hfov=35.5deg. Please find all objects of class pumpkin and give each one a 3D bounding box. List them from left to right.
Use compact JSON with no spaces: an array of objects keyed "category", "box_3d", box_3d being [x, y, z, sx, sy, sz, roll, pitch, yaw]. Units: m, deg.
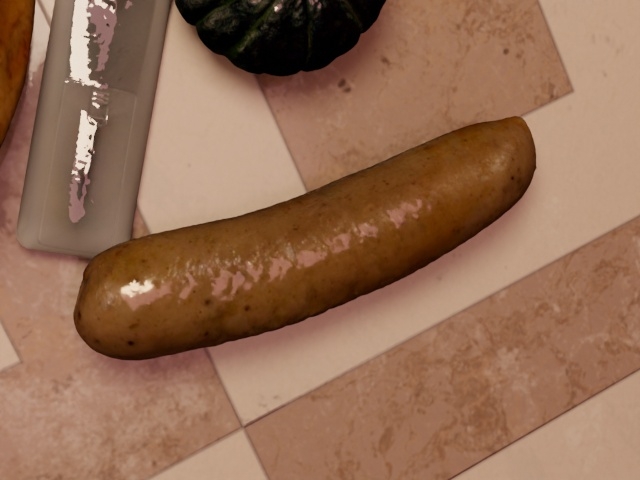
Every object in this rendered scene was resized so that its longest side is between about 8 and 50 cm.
[{"category":"pumpkin","box_3d":[-0.038,-0.267,0.949,0.221,0.162,0.220,-4,104,-15]}]

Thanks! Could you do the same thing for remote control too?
[{"category":"remote control","box_3d":[-0.213,-0.139,0.960,0.110,0.055,0.312,10,90,-17]}]

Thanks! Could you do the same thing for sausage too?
[{"category":"sausage","box_3d":[0.001,0.003,0.994,0.501,0.123,0.136,-20,113,-16]}]

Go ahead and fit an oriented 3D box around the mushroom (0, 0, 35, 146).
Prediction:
[{"category":"mushroom","box_3d":[-0.408,-0.154,0.845,0.346,0.259,0.345,4,65,-9]}]
